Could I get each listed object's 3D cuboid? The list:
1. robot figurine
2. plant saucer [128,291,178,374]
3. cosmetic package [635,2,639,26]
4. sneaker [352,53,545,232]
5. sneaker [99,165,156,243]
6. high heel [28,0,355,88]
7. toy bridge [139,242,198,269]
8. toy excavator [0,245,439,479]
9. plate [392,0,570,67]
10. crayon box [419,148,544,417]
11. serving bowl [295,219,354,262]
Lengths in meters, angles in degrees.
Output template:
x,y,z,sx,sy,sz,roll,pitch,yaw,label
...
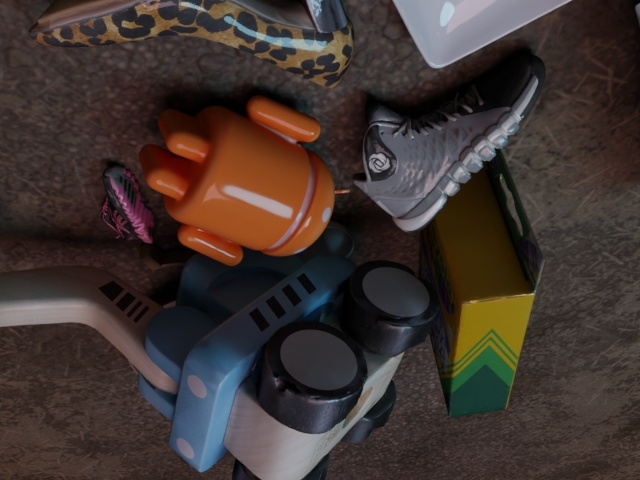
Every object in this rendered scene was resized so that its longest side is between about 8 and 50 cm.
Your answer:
x,y,z,sx,sy,sz,roll,pitch,yaw,label
-0.075,-0.060,0.768,0.219,0.158,0.128,23,162,-33,robot figurine
-0.122,0.142,1.072,0.310,0.050,0.310,-5,141,-4,plant saucer
0.445,-0.079,0.686,0.217,0.156,0.385,-21,140,18,cosmetic package
0.117,-0.124,0.766,0.132,0.086,0.228,36,108,-10,sneaker
-0.231,-0.037,0.838,0.057,0.047,0.119,-2,141,9,sneaker
-0.101,-0.171,0.654,0.261,0.093,0.186,-19,140,5,high heel
-0.127,-0.001,0.912,0.188,0.026,0.063,-19,143,13,toy bridge
-0.160,0.110,0.840,0.433,0.445,0.222,-34,149,-44,toy excavator
0.157,-0.299,0.582,0.277,0.045,0.278,-24,139,20,plate
0.179,0.049,0.892,0.083,0.203,0.323,-8,141,-1,crayon box
0.000,0.000,0.936,0.083,0.027,0.083,-5,141,-4,serving bowl
